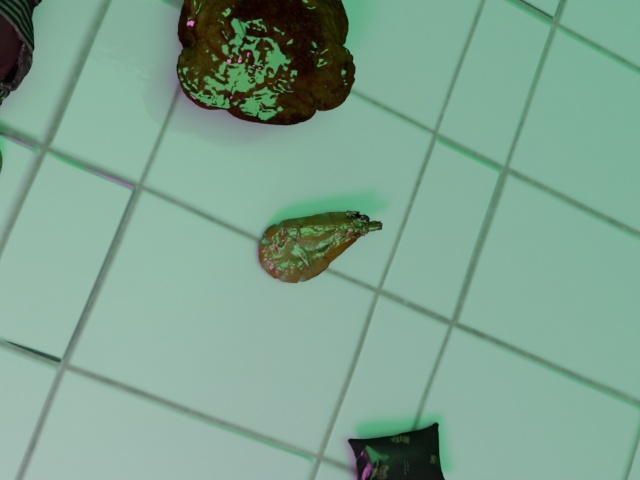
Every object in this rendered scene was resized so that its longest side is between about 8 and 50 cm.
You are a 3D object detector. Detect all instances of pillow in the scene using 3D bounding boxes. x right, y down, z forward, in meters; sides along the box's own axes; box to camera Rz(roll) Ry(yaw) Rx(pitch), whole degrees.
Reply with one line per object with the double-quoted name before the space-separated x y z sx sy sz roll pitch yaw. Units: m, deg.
"pillow" 0.110 0.313 1.458 0.150 0.048 0.090 -5 98 -25

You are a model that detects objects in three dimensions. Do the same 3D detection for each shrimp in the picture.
"shrimp" 0.000 0.000 1.438 0.184 0.043 0.091 -21 102 -14

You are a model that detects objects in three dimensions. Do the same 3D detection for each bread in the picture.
"bread" -0.071 -0.262 1.369 0.246 0.135 0.232 7 85 -20

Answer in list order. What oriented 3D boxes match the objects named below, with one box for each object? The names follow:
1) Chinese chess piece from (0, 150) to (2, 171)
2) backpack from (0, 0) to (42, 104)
"Chinese chess piece" -0.435 -0.098 1.276 0.084 0.034 0.084 1 86 -20
"backpack" -0.400 -0.285 1.149 0.197 0.317 0.283 17 80 -18
